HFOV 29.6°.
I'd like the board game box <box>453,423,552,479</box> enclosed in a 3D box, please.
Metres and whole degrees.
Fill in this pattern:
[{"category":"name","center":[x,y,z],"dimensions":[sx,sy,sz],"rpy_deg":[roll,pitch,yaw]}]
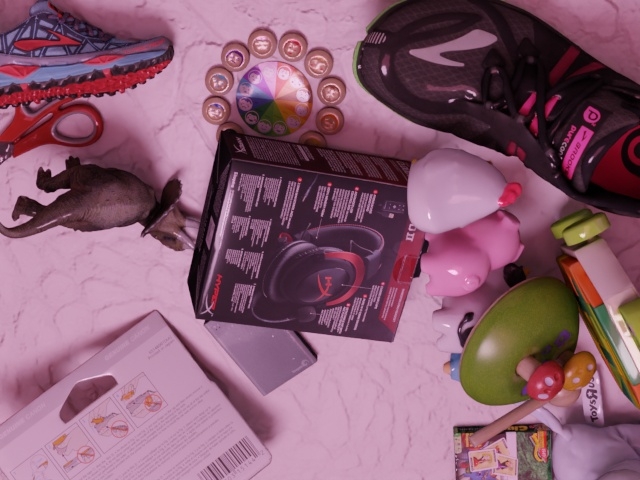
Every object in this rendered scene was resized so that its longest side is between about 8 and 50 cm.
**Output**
[{"category":"board game box","center":[0.259,0.386,1.701],"dimensions":[0.136,0.030,0.259],"rpy_deg":[-4,101,2]}]

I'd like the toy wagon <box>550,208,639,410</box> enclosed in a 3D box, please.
[{"category":"toy wagon","center":[0.359,0.096,1.427],"dimensions":[0.068,0.344,0.267],"rpy_deg":[-27,91,6]}]

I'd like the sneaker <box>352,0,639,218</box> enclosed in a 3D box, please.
[{"category":"sneaker","center":[0.273,-0.157,1.410],"dimensions":[0.483,0.202,0.185],"rpy_deg":[20,101,-6]}]

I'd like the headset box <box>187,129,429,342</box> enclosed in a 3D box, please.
[{"category":"headset box","center":[0.000,0.000,1.518],"dimensions":[0.293,0.110,0.218],"rpy_deg":[8,113,-16]}]

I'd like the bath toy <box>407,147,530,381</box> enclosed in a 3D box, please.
[{"category":"bath toy","center":[0.195,0.024,1.472],"dimensions":[0.129,0.151,0.348],"rpy_deg":[-2,136,16]}]

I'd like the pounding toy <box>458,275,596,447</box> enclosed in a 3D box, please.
[{"category":"pounding toy","center":[0.273,0.166,1.480],"dimensions":[0.183,0.110,0.236],"rpy_deg":[-30,136,-20]}]

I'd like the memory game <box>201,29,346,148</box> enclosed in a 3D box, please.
[{"category":"memory game","center":[-0.058,-0.176,1.531],"dimensions":[0.186,0.012,0.186],"rpy_deg":[1,111,3]}]

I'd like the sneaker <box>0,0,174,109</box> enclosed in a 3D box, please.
[{"category":"sneaker","center":[-0.311,-0.239,1.469],"dimensions":[0.262,0.104,0.125],"rpy_deg":[-8,85,-10]}]

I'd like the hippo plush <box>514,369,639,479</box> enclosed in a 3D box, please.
[{"category":"hippo plush","center":[0.414,0.332,1.562],"dimensions":[0.234,0.236,0.294],"rpy_deg":[-17,102,-3]}]

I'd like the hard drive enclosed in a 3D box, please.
[{"category":"hard drive","center":[-0.081,0.137,1.649],"dimensions":[0.094,0.022,0.135],"rpy_deg":[-35,106,15]}]

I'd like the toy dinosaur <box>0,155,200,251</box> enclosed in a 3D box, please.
[{"category":"toy dinosaur","center":[-0.273,-0.052,1.492],"dimensions":[0.160,0.313,0.121],"rpy_deg":[1,85,27]}]

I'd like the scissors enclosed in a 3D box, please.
[{"category":"scissors","center":[-0.415,-0.126,1.570],"dimensions":[0.297,0.021,0.109],"rpy_deg":[-25,110,13]}]

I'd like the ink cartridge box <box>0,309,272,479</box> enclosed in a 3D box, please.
[{"category":"ink cartridge box","center":[-0.258,0.285,1.629],"dimensions":[0.296,0.066,0.261],"rpy_deg":[-37,81,-13]}]
